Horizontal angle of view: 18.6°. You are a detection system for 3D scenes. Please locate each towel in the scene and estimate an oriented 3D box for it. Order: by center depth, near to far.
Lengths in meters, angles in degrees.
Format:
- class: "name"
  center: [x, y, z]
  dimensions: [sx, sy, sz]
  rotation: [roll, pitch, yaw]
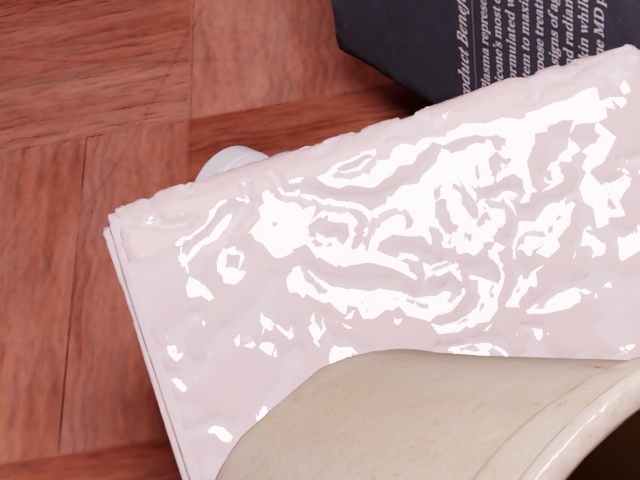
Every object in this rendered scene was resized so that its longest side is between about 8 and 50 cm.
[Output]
- class: "towel"
  center: [0.077, 0.081, 1.117]
  dimensions: [0.331, 0.053, 0.317]
  rotation: [-18, 82, -3]

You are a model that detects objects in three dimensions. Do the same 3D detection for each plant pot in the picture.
- class: "plant pot"
  center: [0.104, 0.179, 0.892]
  dimensions: [0.334, 0.334, 0.305]
  rotation: [-35, 22, -21]

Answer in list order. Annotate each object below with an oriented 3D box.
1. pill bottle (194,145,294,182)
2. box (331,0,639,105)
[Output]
- class: "pill bottle"
  center: [0.000, 0.000, 1.317]
  dimensions: [0.184, 0.103, 0.103]
  rotation: [26, 55, 36]
- class: "box"
  center: [0.323, -0.247, 1.320]
  dimensions: [0.480, 0.297, 0.472]
  rotation: [-28, 44, -26]
